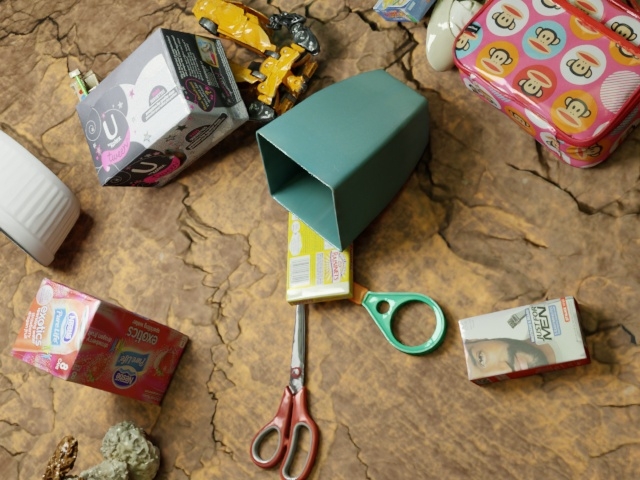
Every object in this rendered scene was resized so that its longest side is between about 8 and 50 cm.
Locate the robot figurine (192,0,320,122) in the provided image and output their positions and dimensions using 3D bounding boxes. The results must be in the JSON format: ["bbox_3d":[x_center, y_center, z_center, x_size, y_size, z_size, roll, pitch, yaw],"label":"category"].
[{"bbox_3d":[-0.129,-0.313,1.718,0.291,0.085,0.211,31,88,28],"label":"robot figurine"}]

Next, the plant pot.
[{"bbox_3d":[0.052,-0.141,1.532,0.234,0.165,0.165,-40,61,-19],"label":"plant pot"}]

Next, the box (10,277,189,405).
[{"bbox_3d":[-0.336,0.163,1.554,0.122,0.257,0.128,19,81,28],"label":"box"}]

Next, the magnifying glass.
[{"bbox_3d":[0.090,0.099,1.530,0.231,0.026,0.092,27,85,29],"label":"magnifying glass"}]

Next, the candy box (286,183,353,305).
[{"bbox_3d":[0.000,0.000,1.580,0.105,0.027,0.206,-8,61,17],"label":"candy box"}]

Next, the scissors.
[{"bbox_3d":[-0.028,0.224,1.545,0.109,0.021,0.297,11,77,27],"label":"scissors"}]

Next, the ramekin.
[{"bbox_3d":[-0.536,-0.086,1.721,0.273,0.273,0.127,32,75,27],"label":"ramekin"}]

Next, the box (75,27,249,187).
[{"bbox_3d":[-0.267,-0.210,1.653,0.247,0.142,0.163,-32,71,37],"label":"box"}]

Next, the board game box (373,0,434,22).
[{"bbox_3d":[0.180,-0.445,1.618,0.201,0.035,0.136,-54,23,-1],"label":"board game box"}]

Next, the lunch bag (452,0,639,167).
[{"bbox_3d":[0.373,-0.279,1.489,0.293,0.120,0.258,41,88,26],"label":"lunch bag"}]

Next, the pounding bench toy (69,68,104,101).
[{"bbox_3d":[-0.423,-0.270,1.824,0.052,0.083,0.065,-31,64,10],"label":"pounding bench toy"}]

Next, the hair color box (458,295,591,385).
[{"bbox_3d":[0.289,0.144,1.419,0.167,0.053,0.093,-15,69,19],"label":"hair color box"}]

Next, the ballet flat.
[{"bbox_3d":[0.238,-0.386,1.583,0.086,0.086,0.248,16,80,26],"label":"ballet flat"}]

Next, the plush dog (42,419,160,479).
[{"bbox_3d":[-0.337,0.415,1.491,0.210,0.225,0.262,-34,64,9],"label":"plush dog"}]
